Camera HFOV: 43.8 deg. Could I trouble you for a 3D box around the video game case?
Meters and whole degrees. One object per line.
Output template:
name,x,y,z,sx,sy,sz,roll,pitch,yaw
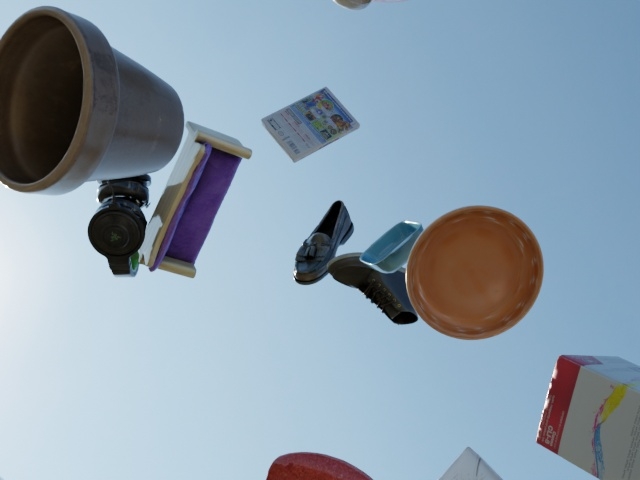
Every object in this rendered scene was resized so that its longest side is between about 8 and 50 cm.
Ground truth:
video game case,-0.015,-0.173,1.181,0.087,0.122,0.011,51,-23,20

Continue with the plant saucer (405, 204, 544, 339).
plant saucer,0.219,0.045,1.145,0.199,0.037,0.200,-1,-76,-5

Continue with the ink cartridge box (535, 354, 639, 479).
ink cartridge box,0.389,0.232,0.991,0.176,0.128,0.127,24,-77,55

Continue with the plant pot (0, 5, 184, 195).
plant pot,-0.330,-0.188,1.175,0.263,0.229,0.263,-3,-94,38

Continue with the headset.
headset,-0.445,-0.078,1.880,0.185,0.243,0.394,-1,-38,-3

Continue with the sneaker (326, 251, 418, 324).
sneaker,0.120,0.103,1.702,0.222,0.118,0.083,14,-43,-24

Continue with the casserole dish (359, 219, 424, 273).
casserole dish,0.131,0.014,1.404,0.114,0.188,0.037,-40,-81,-4

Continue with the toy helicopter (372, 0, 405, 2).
toy helicopter,-0.010,-0.505,1.453,0.355,0.235,0.140,5,-77,34

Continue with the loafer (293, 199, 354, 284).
loafer,0.000,0.000,1.840,0.096,0.267,0.084,3,-58,23

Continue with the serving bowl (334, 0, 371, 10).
serving bowl,0.047,-0.424,1.378,0.083,0.083,0.027,33,-47,2

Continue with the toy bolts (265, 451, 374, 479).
toy bolts,0.050,0.227,0.366,0.228,0.218,0.158,22,-29,26

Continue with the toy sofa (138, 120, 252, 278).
toy sofa,-0.307,-0.087,1.924,0.150,0.177,0.363,18,-73,-30

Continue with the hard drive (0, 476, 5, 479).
hard drive,-0.381,0.231,0.632,0.319,0.210,0.040,49,-22,-14

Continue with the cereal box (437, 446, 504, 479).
cereal box,0.275,0.493,1.370,0.173,0.240,0.047,-48,-56,-1
